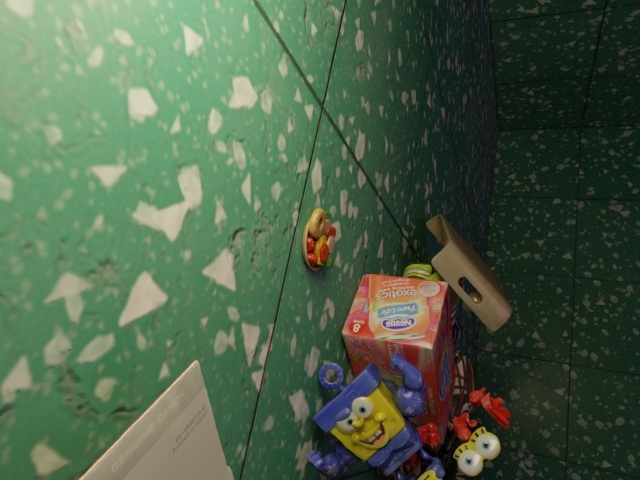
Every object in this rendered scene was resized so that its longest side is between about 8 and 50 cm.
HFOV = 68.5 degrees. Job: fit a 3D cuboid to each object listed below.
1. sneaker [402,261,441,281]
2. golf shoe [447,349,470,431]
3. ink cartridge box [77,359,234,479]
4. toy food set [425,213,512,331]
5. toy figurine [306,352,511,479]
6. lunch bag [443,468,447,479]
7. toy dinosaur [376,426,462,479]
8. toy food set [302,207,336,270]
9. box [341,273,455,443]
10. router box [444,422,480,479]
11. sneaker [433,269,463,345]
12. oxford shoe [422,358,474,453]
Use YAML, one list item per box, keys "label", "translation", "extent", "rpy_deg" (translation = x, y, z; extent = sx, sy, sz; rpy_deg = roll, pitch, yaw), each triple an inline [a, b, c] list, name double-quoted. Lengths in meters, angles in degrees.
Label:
- label: "sneaker"
  translation: [0.227, 0.203, 1.089]
  extent: [0.121, 0.111, 0.300]
  rpy_deg: [-46, 127, -45]
- label: "golf shoe"
  translation: [0.324, 0.374, 1.190]
  extent: [0.120, 0.105, 0.272]
  rpy_deg: [57, 31, 4]
- label: "ink cartridge box"
  translation: [-0.152, 0.249, 0.295]
  extent: [0.275, 0.060, 0.239]
  rpy_deg: [-46, 134, -54]
- label: "toy food set"
  translation: [0.342, 0.069, 1.155]
  extent: [0.220, 0.092, 0.306]
  rpy_deg: [47, 18, -7]
- label: "toy figurine"
  translation: [0.062, 0.278, 0.698]
  extent: [0.362, 0.217, 0.191]
  rpy_deg: [-44, 176, 11]
- label: "lunch bag"
  translation: [0.312, 0.677, 1.349]
  extent: [0.176, 0.090, 0.219]
  rpy_deg: [-62, 148, -46]
- label: "toy dinosaur"
  translation: [0.197, 0.503, 1.055]
  extent: [0.218, 0.164, 0.322]
  rpy_deg: [-53, 160, -28]
- label: "toy food set"
  translation: [0.000, 0.000, 0.636]
  extent: [0.082, 0.020, 0.084]
  rpy_deg: [22, 73, -65]
- label: "box"
  translation: [0.153, 0.217, 0.851]
  extent: [0.142, 0.153, 0.300]
  rpy_deg: [-62, 147, -42]
- label: "router box"
  translation: [0.399, 0.713, 1.339]
  extent: [0.309, 0.080, 0.243]
  rpy_deg: [-47, 138, -58]
- label: "sneaker"
  translation: [0.365, 0.199, 1.371]
  extent: [0.153, 0.099, 0.283]
  rpy_deg: [10, 91, -61]
- label: "oxford shoe"
  translation: [0.355, 0.448, 1.318]
  extent: [0.364, 0.129, 0.133]
  rpy_deg: [-53, 144, -43]
